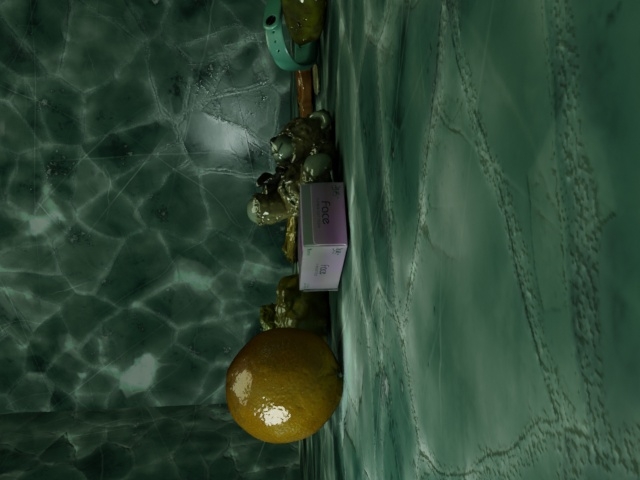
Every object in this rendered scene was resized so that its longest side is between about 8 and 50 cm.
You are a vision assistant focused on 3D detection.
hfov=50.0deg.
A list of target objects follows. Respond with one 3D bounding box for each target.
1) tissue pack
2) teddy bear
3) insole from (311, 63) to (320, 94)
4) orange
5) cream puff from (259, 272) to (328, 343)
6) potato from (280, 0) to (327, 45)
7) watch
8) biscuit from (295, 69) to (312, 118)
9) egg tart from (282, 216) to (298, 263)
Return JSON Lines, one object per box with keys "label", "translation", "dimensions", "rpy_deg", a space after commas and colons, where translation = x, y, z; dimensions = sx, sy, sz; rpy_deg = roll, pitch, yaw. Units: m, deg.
{"label": "tissue pack", "translation": [0.000, 0.000, 1.443], "dimensions": [0.246, 0.093, 0.148], "rpy_deg": [99, 169, -66]}
{"label": "teddy bear", "translation": [-0.042, -0.172, 1.552], "dimensions": [0.267, 0.156, 0.255], "rpy_deg": [-28, 56, 39]}
{"label": "insole", "translation": [-0.017, -0.465, 1.957], "dimensions": [0.248, 0.011, 0.081], "rpy_deg": [-105, 14, -71]}
{"label": "orange", "translation": [-0.076, 0.318, 1.520], "dimensions": [0.264, 0.264, 0.264], "rpy_deg": [178, 90, -85]}
{"label": "cream puff", "translation": [-0.073, 0.218, 1.848], "dimensions": [0.282, 0.185, 0.281], "rpy_deg": [-178, 90, -85]}
{"label": "potato", "translation": [-0.038, -0.566, 1.625], "dimensions": [0.251, 0.113, 0.149], "rpy_deg": [73, -176, -60]}
{"label": "watch", "translation": [-0.076, -0.553, 1.783], "dimensions": [0.195, 0.068, 0.236], "rpy_deg": [33, -123, -54]}
{"label": "biscuit", "translation": [-0.052, -0.477, 2.063], "dimensions": [0.333, 0.047, 0.202], "rpy_deg": [90, 175, -49]}
{"label": "egg tart", "translation": [-0.060, -0.046, 2.062], "dimensions": [0.241, 0.106, 0.240], "rpy_deg": [-179, 90, -85]}
